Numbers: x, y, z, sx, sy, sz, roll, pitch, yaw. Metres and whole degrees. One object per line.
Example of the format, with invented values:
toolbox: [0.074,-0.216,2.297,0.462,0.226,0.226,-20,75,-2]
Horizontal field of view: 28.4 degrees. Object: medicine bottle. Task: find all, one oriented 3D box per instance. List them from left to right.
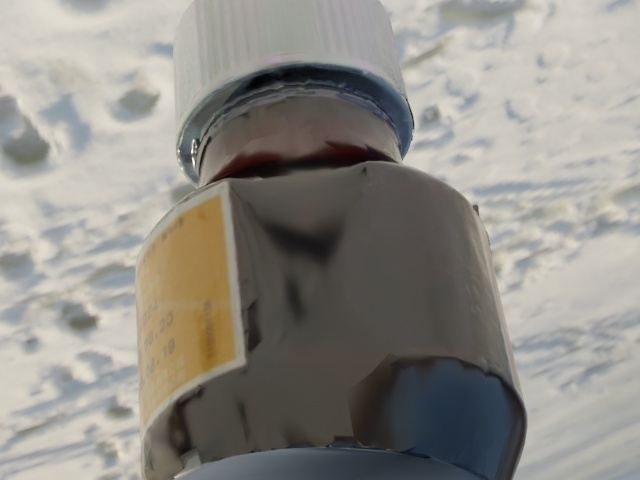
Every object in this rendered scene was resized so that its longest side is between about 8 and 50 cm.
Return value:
medicine bottle: [0.000,0.000,0.845,0.242,0.395,0.242,-1,146,-1]
